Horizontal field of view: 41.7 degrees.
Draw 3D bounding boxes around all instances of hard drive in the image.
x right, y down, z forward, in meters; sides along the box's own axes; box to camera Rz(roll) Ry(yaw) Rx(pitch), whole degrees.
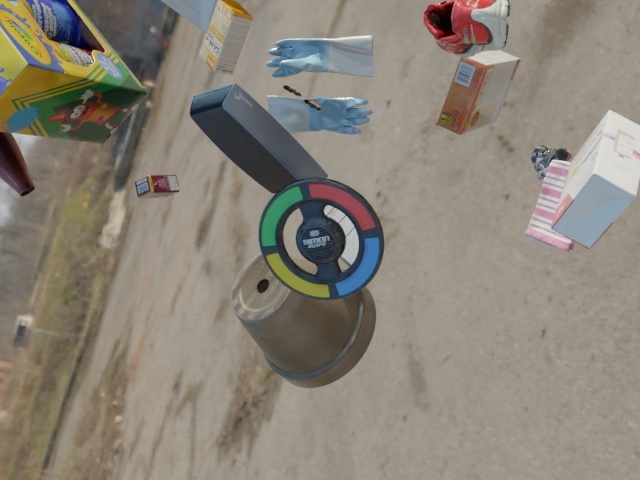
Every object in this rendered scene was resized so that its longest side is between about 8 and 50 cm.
[{"bbox_3d":[-0.121,-0.180,1.566,0.172,0.254,0.054,-1,52,53],"label":"hard drive"}]

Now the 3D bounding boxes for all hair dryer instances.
[{"bbox_3d":[-0.726,-0.170,1.720,0.080,0.293,0.224,-36,37,57],"label":"hair dryer"}]

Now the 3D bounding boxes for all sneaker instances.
[{"bbox_3d":[0.571,-0.209,2.129,0.077,0.072,0.178,58,170,6],"label":"sneaker"},{"bbox_3d":[0.227,-0.372,1.412,0.279,0.118,0.108,-133,48,-79],"label":"sneaker"}]

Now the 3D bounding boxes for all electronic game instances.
[{"bbox_3d":[0.000,0.000,1.480,0.229,0.229,0.048,-66,-5,26],"label":"electronic game"}]

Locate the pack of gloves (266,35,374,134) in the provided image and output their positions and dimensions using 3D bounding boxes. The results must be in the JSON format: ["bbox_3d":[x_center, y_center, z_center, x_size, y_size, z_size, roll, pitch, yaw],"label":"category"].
[{"bbox_3d":[-0.008,-0.310,1.695,0.046,0.231,0.195,-30,-60,-68],"label":"pack of gloves"}]

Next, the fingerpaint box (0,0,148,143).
[{"bbox_3d":[-0.587,-0.405,1.561,0.163,0.445,0.371,-43,-12,17],"label":"fingerpaint box"}]

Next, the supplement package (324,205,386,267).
[{"bbox_3d":[0.061,-0.014,2.087,0.105,0.179,0.105,-48,-16,-3],"label":"supplement package"}]

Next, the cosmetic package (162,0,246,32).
[{"bbox_3d":[-0.154,-0.576,1.438,0.217,0.156,0.385,-51,-5,-39],"label":"cosmetic package"}]

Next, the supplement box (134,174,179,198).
[{"bbox_3d":[-0.373,-0.124,1.920,0.055,0.083,0.043,-18,82,40],"label":"supplement box"}]

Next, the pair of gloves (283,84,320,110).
[{"bbox_3d":[-0.036,-0.275,1.620,0.010,0.083,0.074,-57,0,11],"label":"pair of gloves"}]

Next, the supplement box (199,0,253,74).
[{"bbox_3d":[-0.146,-0.314,1.293,0.062,0.036,0.099,50,126,42],"label":"supplement box"}]

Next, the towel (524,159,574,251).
[{"bbox_3d":[0.554,-0.083,1.934,0.144,0.029,0.197,27,102,57],"label":"towel"}]

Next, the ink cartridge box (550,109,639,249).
[{"bbox_3d":[0.392,-0.097,1.168,0.198,0.067,0.115,-58,-4,-44],"label":"ink cartridge box"}]

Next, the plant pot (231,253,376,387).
[{"bbox_3d":[-0.068,0.171,2.099,0.323,0.280,0.323,-20,52,28],"label":"plant pot"}]

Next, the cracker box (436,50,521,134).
[{"bbox_3d":[0.345,-0.325,1.816,0.232,0.067,0.156,-24,-42,-56],"label":"cracker box"}]
